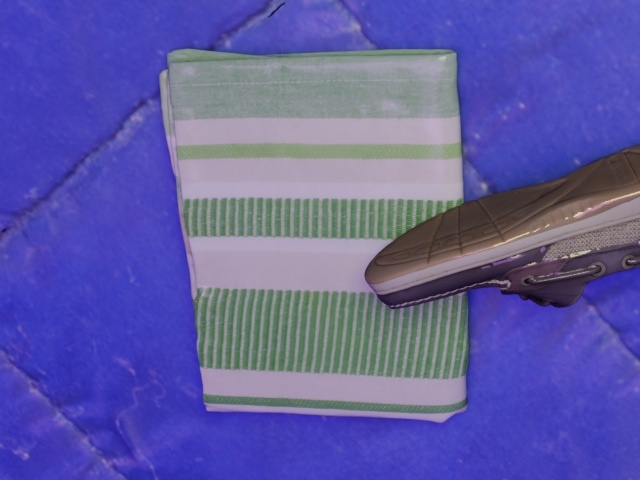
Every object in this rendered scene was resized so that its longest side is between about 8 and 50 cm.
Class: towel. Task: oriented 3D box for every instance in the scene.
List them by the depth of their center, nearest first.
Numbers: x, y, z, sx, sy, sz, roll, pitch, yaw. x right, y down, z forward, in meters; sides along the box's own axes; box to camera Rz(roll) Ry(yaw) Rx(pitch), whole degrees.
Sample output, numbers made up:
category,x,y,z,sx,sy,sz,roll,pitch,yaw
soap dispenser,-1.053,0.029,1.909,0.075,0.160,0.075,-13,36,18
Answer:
category,x,y,z,sx,sy,sz,roll,pitch,yaw
towel,0.000,0.000,1.319,0.248,0.038,0.324,2,113,16

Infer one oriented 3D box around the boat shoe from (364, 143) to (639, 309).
category,x,y,z,sx,sy,sz,roll,pitch,yaw
boat shoe,0.176,0.006,1.213,0.285,0.103,0.092,-20,111,10
